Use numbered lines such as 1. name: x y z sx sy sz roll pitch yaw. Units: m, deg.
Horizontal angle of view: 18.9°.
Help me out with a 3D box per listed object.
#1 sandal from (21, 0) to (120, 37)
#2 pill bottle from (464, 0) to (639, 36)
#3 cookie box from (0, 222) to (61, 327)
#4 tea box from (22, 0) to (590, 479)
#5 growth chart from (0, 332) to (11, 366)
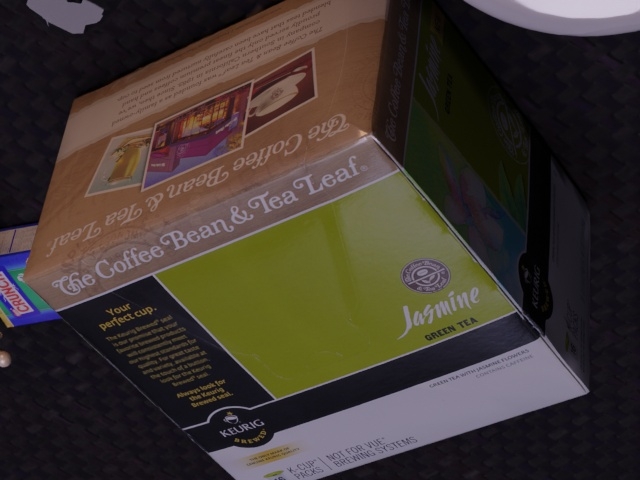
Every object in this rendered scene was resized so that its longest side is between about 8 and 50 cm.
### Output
1. sandal: -0.175 -0.246 1.440 0.097 0.054 0.254 18 136 -10
2. pill bottle: 0.156 -0.306 1.100 0.210 0.363 0.210 4 137 4
3. cookie box: -0.255 0.030 1.753 0.107 0.040 0.092 -10 134 20
4. tea box: 0.000 0.000 1.552 0.329 0.220 0.323 -21 130 27
5. growth chart: -0.364 0.012 1.732 0.172 0.021 0.237 22 145 16
